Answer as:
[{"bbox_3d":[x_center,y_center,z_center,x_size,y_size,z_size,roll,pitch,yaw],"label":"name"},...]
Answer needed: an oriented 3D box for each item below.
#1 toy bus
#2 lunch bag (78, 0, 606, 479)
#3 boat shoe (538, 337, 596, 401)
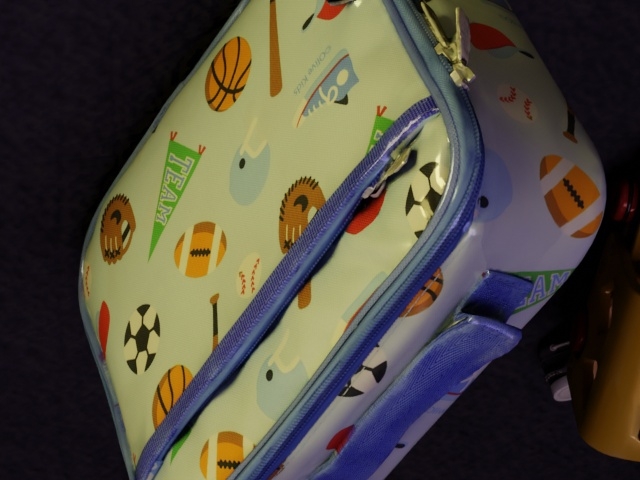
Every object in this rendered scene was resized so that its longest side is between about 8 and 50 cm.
[{"bbox_3d":[0.218,0.040,1.065,0.191,0.104,0.202,-31,117,18],"label":"toy bus"},{"bbox_3d":[0.000,0.000,0.872,0.115,0.243,0.303,15,127,-33],"label":"lunch bag"},{"bbox_3d":[0.205,0.067,1.171,0.125,0.038,0.046,-22,156,2],"label":"boat shoe"}]
